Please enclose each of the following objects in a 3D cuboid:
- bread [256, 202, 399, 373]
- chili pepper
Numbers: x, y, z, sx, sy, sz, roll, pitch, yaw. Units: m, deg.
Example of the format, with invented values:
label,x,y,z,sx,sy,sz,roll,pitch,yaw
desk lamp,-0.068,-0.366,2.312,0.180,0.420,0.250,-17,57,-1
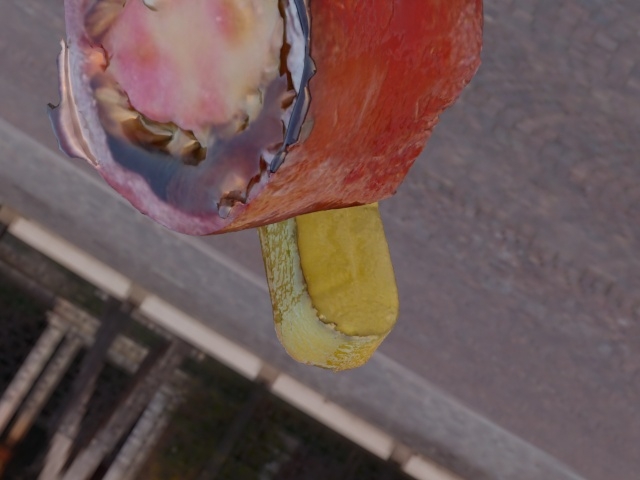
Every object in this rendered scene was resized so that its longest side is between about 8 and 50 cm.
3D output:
label,x,y,z,sx,sy,sz,roll,pitch,yaw
bread,0.000,0.000,1.218,0.102,0.245,0.094,2,150,-25
chili pepper,-0.004,-0.135,0.953,0.229,0.251,0.305,2,-175,41
